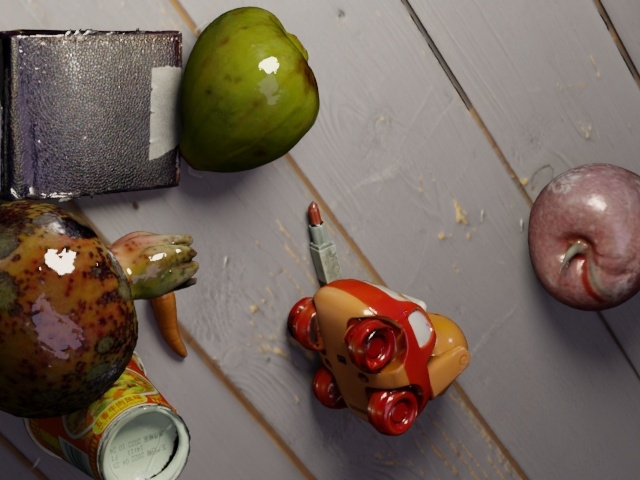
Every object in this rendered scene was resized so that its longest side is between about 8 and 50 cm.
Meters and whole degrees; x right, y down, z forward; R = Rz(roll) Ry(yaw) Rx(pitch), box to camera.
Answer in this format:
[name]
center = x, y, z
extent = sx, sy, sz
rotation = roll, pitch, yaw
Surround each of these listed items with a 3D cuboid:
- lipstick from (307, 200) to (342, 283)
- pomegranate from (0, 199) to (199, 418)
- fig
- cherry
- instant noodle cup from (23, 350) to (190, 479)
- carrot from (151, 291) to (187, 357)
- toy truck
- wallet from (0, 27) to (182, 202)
[lipstick]
center = 0.001, -0.001, 2.071
extent = 0.030, 0.030, 0.129
rotation = -25, 116, -23
[pomegranate]
center = -0.309, 0.069, 1.756
extent = 0.340, 0.285, 0.285
rotation = -24, 116, -24
[fig]
center = -0.110, -0.190, 1.857
extent = 0.225, 0.203, 0.203
rotation = -40, 124, 9
[cherry]
center = 0.440, -0.008, 2.234
extent = 0.285, 0.213, 0.236
rotation = -32, 149, -45
[instant noodle cup]
center = -0.276, 0.243, 1.864
extent = 0.193, 0.212, 0.193
rotation = -9, 109, -29
[carrot]
center = -0.215, 0.112, 1.973
extent = 0.035, 0.035, 0.142
rotation = -26, 124, -23
[toy truck]
center = 0.107, 0.152, 2.096
extent = 0.239, 0.189, 0.265
rotation = -37, 124, -27
[wallet]
center = -0.302, -0.167, 1.820
extent = 0.262, 0.071, 0.221
rotation = -6, 103, -34
